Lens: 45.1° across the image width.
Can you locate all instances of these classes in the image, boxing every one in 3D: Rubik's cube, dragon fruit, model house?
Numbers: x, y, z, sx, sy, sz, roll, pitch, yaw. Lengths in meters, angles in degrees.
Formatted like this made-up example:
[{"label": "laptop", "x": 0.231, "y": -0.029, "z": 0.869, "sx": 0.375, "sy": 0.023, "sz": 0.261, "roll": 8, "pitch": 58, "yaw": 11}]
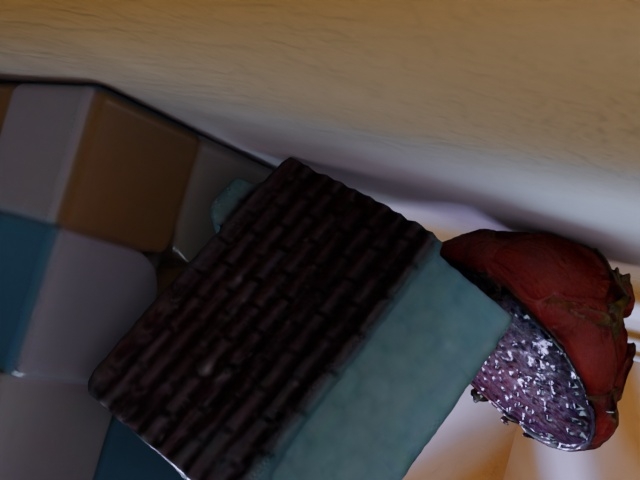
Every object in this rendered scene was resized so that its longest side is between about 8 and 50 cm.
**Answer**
[{"label": "Rubik's cube", "x": -0.238, "y": 0.055, "z": 0.783, "sx": 0.347, "sy": 0.344, "sz": 0.347, "roll": 11, "pitch": 172, "yaw": 38}, {"label": "dragon fruit", "x": 0.203, "y": 0.063, "z": 0.697, "sx": 0.218, "sy": 0.148, "sz": 0.223, "roll": 50, "pitch": 163, "yaw": 9}, {"label": "model house", "x": -0.040, "y": 0.103, "z": 0.638, "sx": 0.249, "sy": 0.280, "sz": 0.230, "roll": 39, "pitch": 159, "yaw": 6}]
